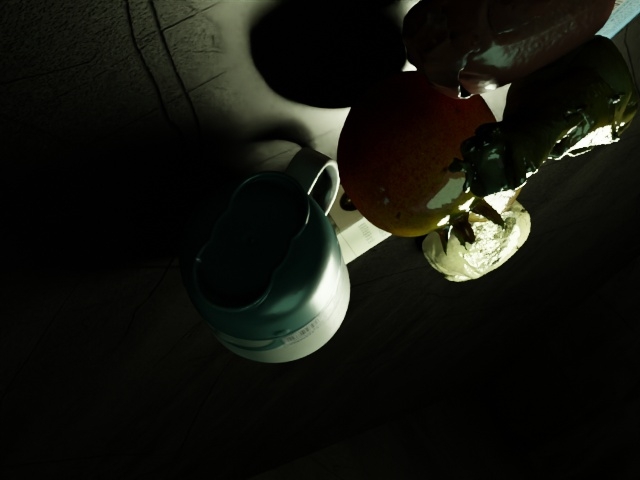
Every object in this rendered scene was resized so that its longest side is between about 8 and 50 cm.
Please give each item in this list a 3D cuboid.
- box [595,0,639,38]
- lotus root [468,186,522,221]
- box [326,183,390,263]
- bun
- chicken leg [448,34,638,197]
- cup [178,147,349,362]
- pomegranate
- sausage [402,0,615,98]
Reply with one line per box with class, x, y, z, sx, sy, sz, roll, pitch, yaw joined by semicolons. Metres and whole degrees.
box;0.409;-0.367;1.762;0.142;0.083;0.232;-6;148;-52
lotus root;0.258;-0.100;2.150;0.145;0.128;0.260;-48;159;17
box;0.000;0.000;2.082;0.256;0.069;0.164;-33;162;1
bun;0.300;0.004;2.512;0.210;0.116;0.237;-35;164;14
chicken leg;0.281;-0.147;1.667;0.201;0.153;0.429;-36;180;37
cup;-0.061;0.010;1.821;0.290;0.219;0.257;-60;166;-13
pomegranate;0.142;-0.099;1.749;0.221;0.257;0.221;-40;180;0
sausage;0.228;-0.270;1.611;0.279;0.152;0.152;-28;162;-16
